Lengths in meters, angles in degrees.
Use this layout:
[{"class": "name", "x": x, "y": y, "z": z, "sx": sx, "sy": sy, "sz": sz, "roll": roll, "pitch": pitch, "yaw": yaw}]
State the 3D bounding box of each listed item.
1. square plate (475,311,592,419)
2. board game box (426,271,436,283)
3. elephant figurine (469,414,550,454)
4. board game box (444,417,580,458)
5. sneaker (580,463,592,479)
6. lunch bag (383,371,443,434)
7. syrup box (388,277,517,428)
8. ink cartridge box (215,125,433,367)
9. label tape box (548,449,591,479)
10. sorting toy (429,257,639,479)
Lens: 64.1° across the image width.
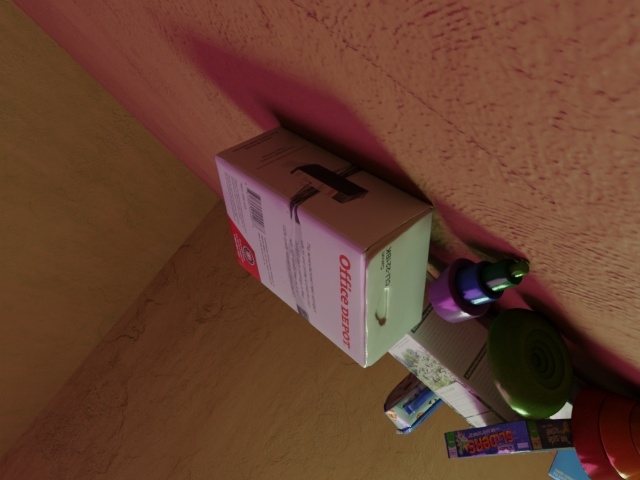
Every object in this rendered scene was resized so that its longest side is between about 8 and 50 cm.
[{"class": "square plate", "x": 0.344, "y": 0.221, "z": 0.895, "sx": 0.344, "sy": 0.049, "sz": 0.347, "roll": 37, "pitch": 174, "yaw": 13}, {"class": "board game box", "x": 0.057, "y": 0.028, "z": 0.959, "sx": 0.224, "sy": 0.097, "sz": 0.303, "roll": 43, "pitch": 173, "yaw": -25}, {"class": "elephant figurine", "x": 0.500, "y": 0.451, "z": 1.312, "sx": 0.239, "sy": 0.169, "sz": 0.186, "roll": 33, "pitch": -140, "yaw": -34}, {"class": "board game box", "x": 0.284, "y": 0.257, "z": 0.667, "sx": 0.201, "sy": 0.035, "sz": 0.136, "roll": 9, "pitch": 151, "yaw": -28}, {"class": "sneaker", "x": 0.448, "y": 0.306, "z": 0.610, "sx": 0.107, "sy": 0.110, "sz": 0.275, "roll": 21, "pitch": 174, "yaw": -24}, {"class": "lunch bag", "x": 0.319, "y": 0.452, "z": 1.544, "sx": 0.115, "sy": 0.303, "sz": 0.243, "roll": 47, "pitch": 176, "yaw": 10}, {"class": "syrup box", "x": 0.180, "y": 0.156, "z": 0.743, "sx": 0.237, "sy": 0.096, "sz": 0.093, "roll": 42, "pitch": 152, "yaw": 9}, {"class": "ink cartridge box", "x": 0.000, "y": 0.000, "z": 0.657, "sx": 0.273, "sy": 0.114, "sz": 0.197, "roll": 35, "pitch": 144, "yaw": 36}, {"class": "label tape box", "x": 0.669, "y": 0.574, "z": 1.178, "sx": 0.249, "sy": 0.115, "sz": 0.348, "roll": 26, "pitch": 169, "yaw": 36}, {"class": "sorting toy", "x": 0.286, "y": 0.139, "z": 0.555, "sx": 0.365, "sy": 0.127, "sz": 0.126, "roll": 43, "pitch": 144, "yaw": -11}]
